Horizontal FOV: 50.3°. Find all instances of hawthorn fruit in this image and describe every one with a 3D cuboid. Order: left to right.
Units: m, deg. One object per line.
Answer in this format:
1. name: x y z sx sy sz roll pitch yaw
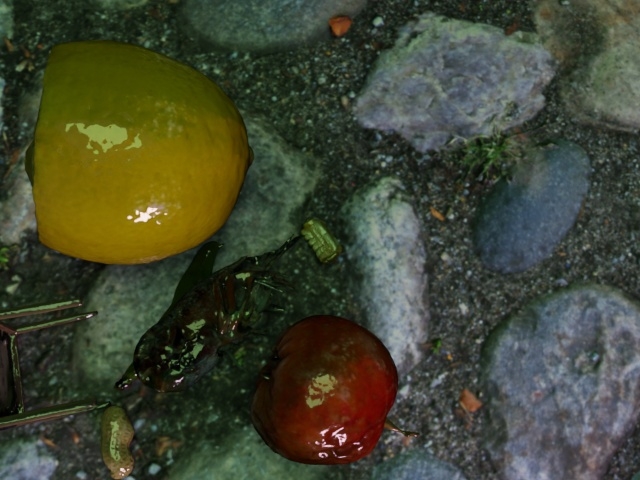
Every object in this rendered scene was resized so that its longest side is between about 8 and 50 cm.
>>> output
1. hawthorn fruit: 0.034 0.246 1.063 0.272 0.242 0.241 28 73 -12

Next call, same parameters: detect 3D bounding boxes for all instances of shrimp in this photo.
1. shrimp: -0.144 0.125 1.121 0.372 0.172 0.137 -32 61 -32

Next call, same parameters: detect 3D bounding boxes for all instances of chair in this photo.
1. chair: -0.474 0.200 1.023 0.272 0.166 0.188 -11 77 -11

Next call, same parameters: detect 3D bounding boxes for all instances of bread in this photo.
1. bread: 0.000 0.000 1.217 0.049 0.033 0.088 -39 80 -1

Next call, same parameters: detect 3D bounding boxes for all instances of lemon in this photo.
1. lemon: -0.271 -0.129 1.059 0.365 0.364 0.363 2 75 -8

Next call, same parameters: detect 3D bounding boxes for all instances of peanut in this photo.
1. peanut: -0.321 0.319 1.078 0.054 0.054 0.113 -6 79 -10

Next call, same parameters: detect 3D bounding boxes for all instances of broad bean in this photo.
1. broad bean: -0.241 0.130 1.142 0.060 0.043 0.297 27 74 8
